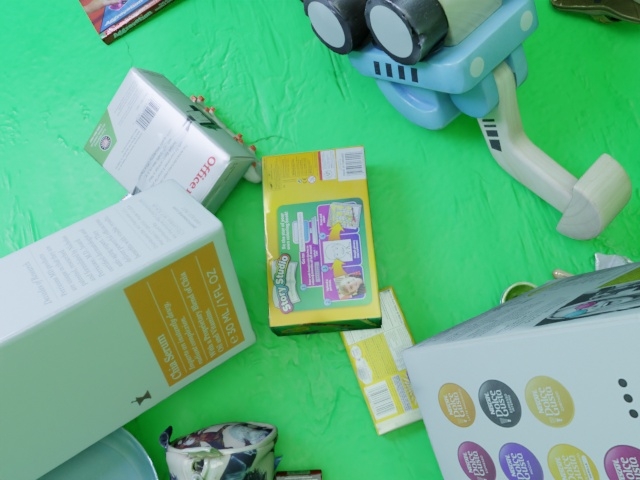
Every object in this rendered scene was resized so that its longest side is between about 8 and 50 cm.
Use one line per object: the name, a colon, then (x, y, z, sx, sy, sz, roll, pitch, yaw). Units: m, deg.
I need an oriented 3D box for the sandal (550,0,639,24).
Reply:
sandal: (0.483, -0.398, 1.025, 0.180, 0.049, 0.072, 16, 74, 21)

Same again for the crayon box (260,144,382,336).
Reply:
crayon box: (0.000, 0.000, 0.934, 0.165, 0.081, 0.278, -5, 73, 4)

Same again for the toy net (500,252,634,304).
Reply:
toy net: (0.395, 0.094, 0.926, 0.232, 0.045, 0.122, -22, 78, -2)

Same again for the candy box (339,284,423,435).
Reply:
candy box: (0.100, 0.183, 0.933, 0.105, 0.027, 0.206, -20, 78, -3)

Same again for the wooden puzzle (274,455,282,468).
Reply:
wooden puzzle: (-0.122, 0.337, 0.922, 0.116, 0.014, 0.078, 20, 84, 7)

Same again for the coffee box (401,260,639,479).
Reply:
coffee box: (0.360, 0.212, 0.673, 0.338, 0.334, 0.337, -16, 86, -39)

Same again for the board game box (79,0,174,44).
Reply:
board game box: (-0.302, -0.485, 1.079, 0.281, 0.027, 0.145, -33, 77, 3)

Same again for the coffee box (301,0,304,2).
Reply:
coffee box: (-0.049, -0.527, 1.016, 0.297, 0.168, 0.119, 43, 84, 10)

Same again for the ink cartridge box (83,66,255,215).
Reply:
ink cartridge box: (-0.237, -0.137, 0.948, 0.219, 0.092, 0.160, 43, 108, 10)

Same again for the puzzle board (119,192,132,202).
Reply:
puzzle board: (-0.263, -0.050, 1.010, 0.096, 0.011, 0.128, -40, 79, -5)

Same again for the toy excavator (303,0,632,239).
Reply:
toy excavator: (0.243, -0.234, 0.925, 0.222, 0.445, 0.433, -44, 41, -13)

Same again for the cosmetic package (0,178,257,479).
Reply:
cosmetic package: (-0.328, 0.132, 0.778, 0.453, 0.230, 0.161, -30, 44, -22)

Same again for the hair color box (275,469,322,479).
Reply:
hair color box: (-0.030, 0.414, 0.883, 0.072, 0.043, 0.141, -3, 79, -2)

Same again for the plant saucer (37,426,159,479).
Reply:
plant saucer: (-0.352, 0.381, 0.771, 0.317, 0.044, 0.317, -2, 58, 3)

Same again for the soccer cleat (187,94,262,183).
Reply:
soccer cleat: (-0.171, -0.157, 1.005, 0.196, 0.068, 0.076, 46, 109, 6)

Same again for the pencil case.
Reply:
pencil case: (-0.141, 0.458, 0.804, 0.160, 0.183, 0.410, -4, 81, 26)
